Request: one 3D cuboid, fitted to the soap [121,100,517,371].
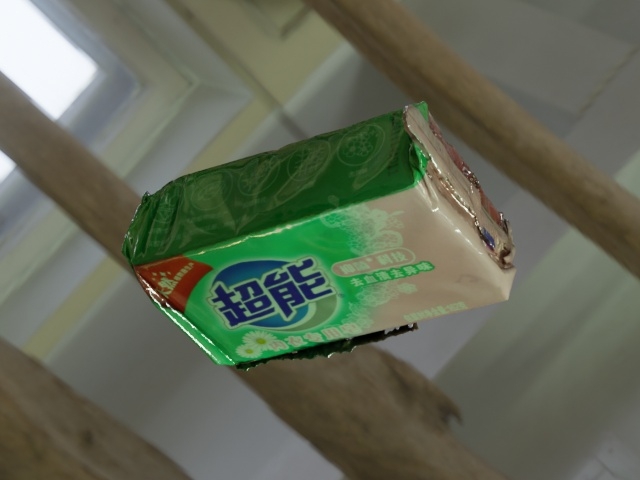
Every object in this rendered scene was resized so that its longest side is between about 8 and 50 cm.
[{"bbox_3d":[0.000,-0.002,1.038,0.273,0.218,0.098,-15,-136,27],"label":"soap"}]
